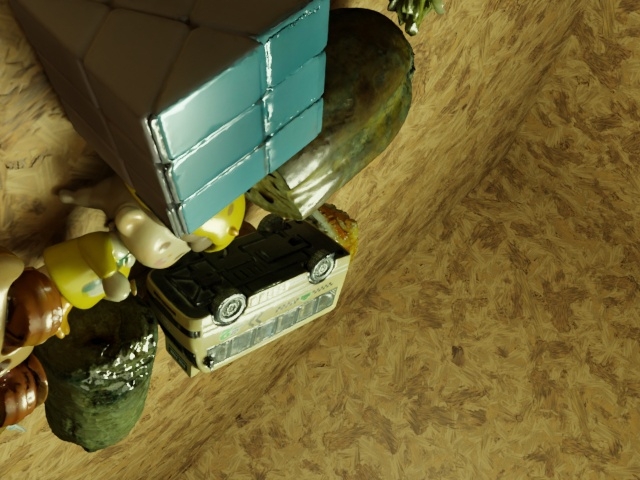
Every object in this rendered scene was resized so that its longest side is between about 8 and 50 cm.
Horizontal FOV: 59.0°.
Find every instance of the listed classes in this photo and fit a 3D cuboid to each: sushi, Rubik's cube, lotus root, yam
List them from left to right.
[{"bbox_3d":[-0.382,0.216,0.970,0.195,0.195,0.300,-33,159,-39],"label":"yam"},{"bbox_3d":[-0.145,-0.184,0.605,0.231,0.221,0.224,-41,163,-19],"label":"Rubik's cube"},{"bbox_3d":[-0.002,-0.211,0.874,0.346,0.250,0.250,-42,162,-15],"label":"lotus root"},{"bbox_3d":[0.000,0.000,1.450,0.139,0.184,0.274,-38,157,-43],"label":"sushi"}]

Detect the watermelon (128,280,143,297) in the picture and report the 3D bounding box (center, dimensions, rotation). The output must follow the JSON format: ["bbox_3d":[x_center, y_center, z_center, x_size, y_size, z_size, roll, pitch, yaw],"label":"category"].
[{"bbox_3d":[-0.358,0.117,1.033,0.085,0.061,0.085,-45,156,-27],"label":"watermelon"}]

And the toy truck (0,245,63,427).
[{"bbox_3d":[-0.416,0.092,0.591,0.204,0.212,0.287,-22,146,-54],"label":"toy truck"}]

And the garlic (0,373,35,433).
[{"bbox_3d":[-0.540,0.264,0.861,0.228,0.110,0.217,-45,178,29],"label":"garlic"}]

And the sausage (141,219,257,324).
[{"bbox_3d":[-0.234,0.064,1.140,0.270,0.109,0.109,-43,162,-14],"label":"sausage"}]

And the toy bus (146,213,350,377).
[{"bbox_3d":[-0.127,0.095,1.055,0.366,0.177,0.201,-21,135,-38],"label":"toy bus"}]

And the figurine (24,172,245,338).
[{"bbox_3d":[-0.265,-0.010,0.793,0.344,0.187,0.215,-36,171,-10],"label":"figurine"}]

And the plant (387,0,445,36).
[{"bbox_3d":[0.196,-0.436,0.812,0.297,0.305,0.261,0,173,-14],"label":"plant"}]

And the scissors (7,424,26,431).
[{"bbox_3d":[-0.591,0.351,1.075,0.058,0.014,0.119,-37,157,-19],"label":"scissors"}]
